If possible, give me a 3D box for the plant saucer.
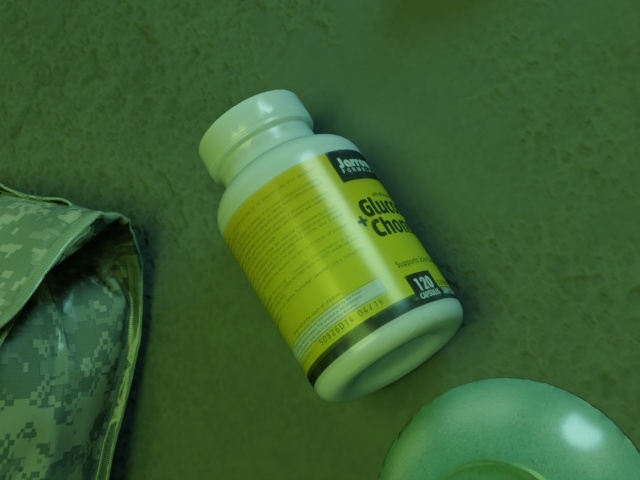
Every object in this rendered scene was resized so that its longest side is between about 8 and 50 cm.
[{"bbox_3d":[0.108,0.180,0.755,0.195,0.037,0.195,-1,89,30],"label":"plant saucer"}]

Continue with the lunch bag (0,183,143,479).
[{"bbox_3d":[-0.265,0.094,0.905,0.235,0.169,0.287,8,85,34],"label":"lunch bag"}]

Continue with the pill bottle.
[{"bbox_3d":[0.000,0.000,0.784,0.103,0.103,0.184,-40,70,23],"label":"pill bottle"}]
